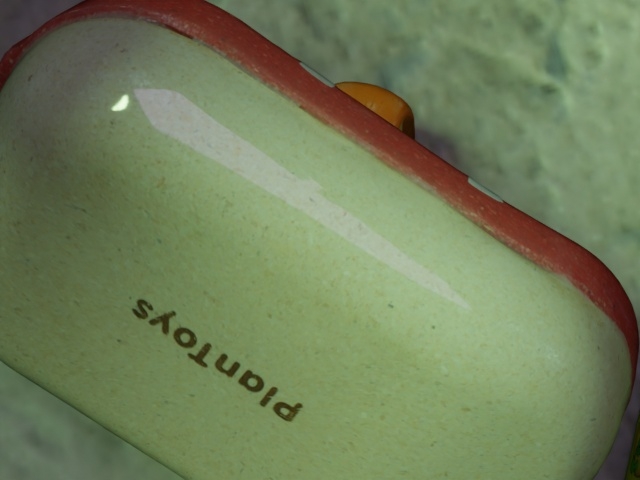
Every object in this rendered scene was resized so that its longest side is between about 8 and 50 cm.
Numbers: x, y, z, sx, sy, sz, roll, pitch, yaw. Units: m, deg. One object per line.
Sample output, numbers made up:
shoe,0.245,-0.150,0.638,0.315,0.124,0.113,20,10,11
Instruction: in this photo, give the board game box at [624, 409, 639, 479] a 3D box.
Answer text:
board game box,0.157,0.093,0.544,0.092,0.043,0.181,15,77,0

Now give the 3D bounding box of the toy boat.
toy boat,0.000,0.000,0.517,0.231,0.151,0.151,34,41,-5
